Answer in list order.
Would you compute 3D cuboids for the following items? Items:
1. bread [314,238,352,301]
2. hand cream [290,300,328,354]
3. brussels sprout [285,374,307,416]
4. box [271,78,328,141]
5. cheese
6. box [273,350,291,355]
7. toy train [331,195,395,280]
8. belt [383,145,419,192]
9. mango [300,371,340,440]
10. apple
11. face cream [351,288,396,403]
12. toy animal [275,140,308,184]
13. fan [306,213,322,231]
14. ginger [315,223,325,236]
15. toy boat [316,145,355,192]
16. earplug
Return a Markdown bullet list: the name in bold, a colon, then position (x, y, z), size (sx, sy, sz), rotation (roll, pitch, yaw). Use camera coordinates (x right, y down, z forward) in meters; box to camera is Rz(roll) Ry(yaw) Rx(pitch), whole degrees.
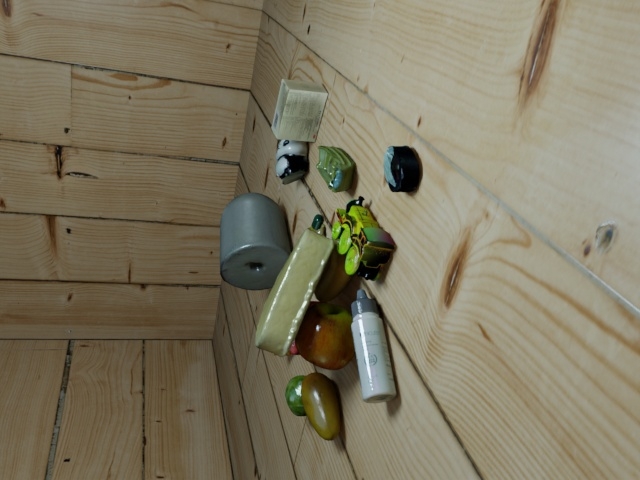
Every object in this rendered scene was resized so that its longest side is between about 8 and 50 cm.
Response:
- **bread**: position (0.047, 0.098, 1.779), size (0.217, 0.098, 0.147), rotation (118, 155, -48)
- **hand cream**: position (-0.035, 0.303, 1.946), size (0.193, 0.125, 0.193), rotation (-178, 90, -71)
- **brussels sprout**: position (-0.071, 0.554, 2.017), size (0.155, 0.117, 0.155), rotation (11, 103, 62)
- **box**: position (-0.081, -0.495, 2.151), size (0.095, 0.168, 0.212), rotation (-114, 33, -47)
- **cheese**: position (-0.100, 0.188, 1.697), size (0.384, 0.104, 0.384), rotation (-155, 90, -83)
- **box**: position (-0.134, 0.314, 2.283), size (0.274, 0.091, 0.221), rotation (114, 153, -44)
- **toy train**: position (0.115, -0.012, 1.613), size (0.296, 0.100, 0.161), rotation (-112, 38, -54)
- **belt**: position (0.207, -0.182, 1.434), size (0.105, 0.058, 0.140), rotation (108, 153, -51)
- **mango**: position (0.003, 0.529, 1.812), size (0.253, 0.113, 0.139), rotation (-114, 33, -50)
- **apple**: position (0.021, 0.285, 1.693), size (0.196, 0.195, 0.196), rotation (-176, 90, -71)
- **face cream**: position (0.135, 0.274, 1.514), size (0.092, 0.092, 0.311), rotation (121, 148, -54)
- **toy animal**: position (-0.124, -0.335, 2.295), size (0.166, 0.138, 0.179), rotation (-17, 75, 52)
- **fan**: position (-0.027, -0.037, 2.112), size (0.082, 0.039, 0.155), rotation (-105, 27, -44)
- **ginger**: position (0.000, 0.002, 2.028), size (0.057, 0.044, 0.137), rotation (-32, 56, 45)
- **toy boat**: position (0.053, -0.238, 1.862), size (0.276, 0.084, 0.111), rotation (-118, 34, -62)
- **earplug**: position (-0.300, -0.019, 2.492), size (0.313, 0.312, 0.394), rotation (113, 154, -43)
